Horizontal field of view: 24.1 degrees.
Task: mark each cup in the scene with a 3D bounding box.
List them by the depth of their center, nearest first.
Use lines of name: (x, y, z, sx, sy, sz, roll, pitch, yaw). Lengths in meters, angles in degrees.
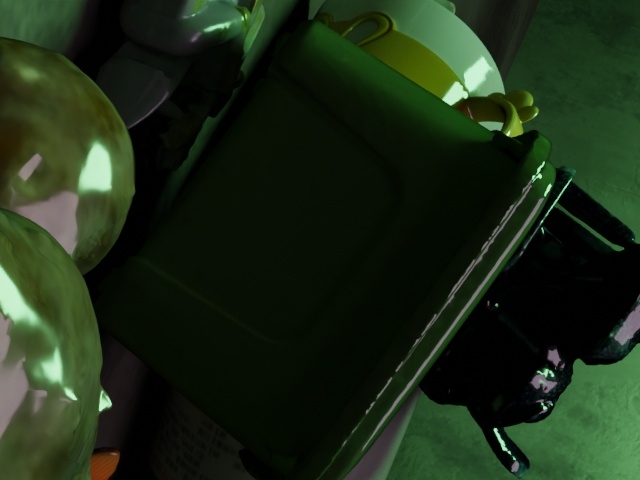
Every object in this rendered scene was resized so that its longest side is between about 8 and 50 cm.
cup: (0.046, -0.074, 1.185, 0.226, 0.241, 0.185, -52, 129, -35)

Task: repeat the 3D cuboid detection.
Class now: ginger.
ginger: (-0.178, 0.095, 0.501, 0.256, 0.176, 0.375, 173, -60, -83)

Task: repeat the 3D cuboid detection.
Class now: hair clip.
hair clip: (0.144, 0.054, 1.178, 0.206, 0.194, 0.310, -50, -177, 0)

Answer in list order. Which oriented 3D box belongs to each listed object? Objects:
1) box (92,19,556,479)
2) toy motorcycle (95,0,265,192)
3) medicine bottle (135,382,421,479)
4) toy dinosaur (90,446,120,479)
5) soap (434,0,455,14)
box: (-0.013, 0.004, 0.921, 0.253, 0.178, 0.329, -52, -174, -5)
toy motorcycle: (-0.068, -0.141, 0.845, 0.152, 0.073, 0.225, 83, 32, -67)
medicine bottle: (-0.060, 0.228, 1.314, 0.208, 0.208, 0.339, -40, 152, -70)
toy dinosaur: (-0.156, 0.144, 0.875, 0.288, 0.117, 0.070, 70, 43, -72)
soap: (0.086, -0.170, 1.641, 0.121, 0.064, 0.183, -55, 164, -56)
